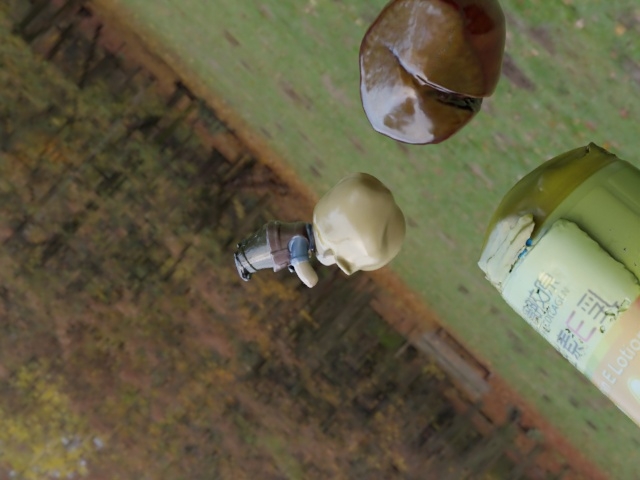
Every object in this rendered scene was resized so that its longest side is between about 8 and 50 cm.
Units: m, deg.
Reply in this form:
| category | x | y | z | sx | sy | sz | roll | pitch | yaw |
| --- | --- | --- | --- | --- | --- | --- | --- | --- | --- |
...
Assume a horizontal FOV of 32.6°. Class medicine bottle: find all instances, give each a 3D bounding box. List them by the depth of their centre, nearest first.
| category | x | y | z | sx | sy | sz | roll | pitch | yaw |
| --- | --- | --- | --- | --- | --- | --- | --- | --- | --- |
| medicine bottle | 0.202 | 0.046 | 0.642 | 0.239 | 0.124 | 0.124 | 43 | 178 | 21 |

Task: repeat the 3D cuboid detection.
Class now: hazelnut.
| category | x | y | z | sx | sy | sz | roll | pitch | yaw |
| --- | --- | --- | --- | --- | --- | --- | --- | --- | --- |
| hazelnut | 0.141 | -0.219 | 1.326 | 0.181 | 0.212 | 0.181 | 9 | -147 | -39 |

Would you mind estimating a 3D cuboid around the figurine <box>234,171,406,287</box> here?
| category | x | y | z | sx | sy | sz | roll | pitch | yaw |
| --- | --- | --- | --- | --- | --- | --- | --- | --- | --- |
| figurine | 0.000 | 0.000 | 1.241 | 0.114 | 0.196 | 0.108 | -71 | -43 | -76 |
